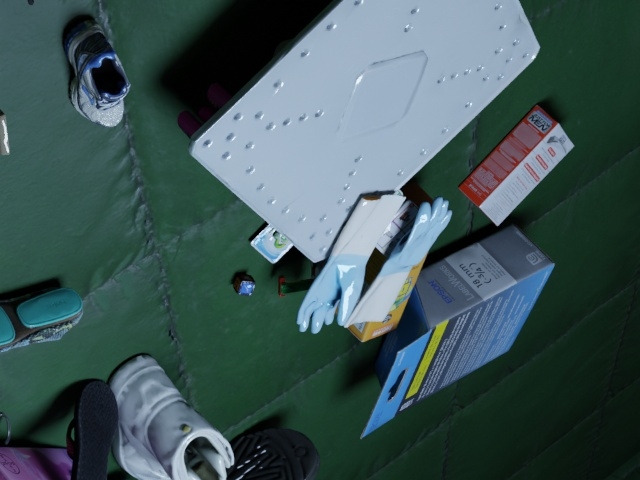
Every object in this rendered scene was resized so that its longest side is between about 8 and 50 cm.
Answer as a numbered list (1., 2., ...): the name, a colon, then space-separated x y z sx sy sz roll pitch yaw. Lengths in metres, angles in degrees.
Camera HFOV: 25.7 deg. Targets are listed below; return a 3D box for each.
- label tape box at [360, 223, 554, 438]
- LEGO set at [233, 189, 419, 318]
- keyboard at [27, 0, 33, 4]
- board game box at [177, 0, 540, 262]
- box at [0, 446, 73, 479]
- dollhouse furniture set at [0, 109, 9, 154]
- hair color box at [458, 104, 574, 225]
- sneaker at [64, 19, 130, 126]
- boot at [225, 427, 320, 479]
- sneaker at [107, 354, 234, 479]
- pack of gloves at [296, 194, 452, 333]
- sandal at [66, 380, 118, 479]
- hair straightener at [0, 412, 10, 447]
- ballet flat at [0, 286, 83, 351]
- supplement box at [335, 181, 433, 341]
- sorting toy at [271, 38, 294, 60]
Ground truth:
1. label tape box: 0.182 0.137 2.174 0.333 0.106 0.241 -25 150 -32
2. LEGO set: 0.000 0.000 1.831 0.244 0.060 0.182 -45 125 4
3. keyboard: -0.323 -0.225 1.156 0.201 0.033 0.317 -25 147 -20
4. board game box: 0.057 -0.178 1.597 0.390 0.050 0.390 -44 153 2
5. box: -0.324 0.363 1.684 0.117 0.213 0.243 -47 162 4
6. dollhouse furniture set: -0.405 -0.074 1.157 0.262 0.135 0.259 -20 133 -25
7. hair color box: 0.289 -0.109 2.063 0.167 0.053 0.093 -46 150 4
8. sneaker: -0.213 -0.149 1.365 0.052 0.058 0.135 -35 150 -17
9. boot: -0.130 0.446 2.160 0.348 0.131 0.260 -31 143 -2
10. sneaker: -0.191 0.290 1.850 0.108 0.169 0.292 -36 151 -18
11. pack of gloves: 0.079 0.042 1.821 0.195 0.046 0.232 -4 133 -45
12. sandal: -0.287 0.252 1.712 0.040 0.179 0.067 -24 138 33
13. hair straightener: -0.458 0.283 1.640 0.230 0.047 0.089 -39 161 -21
14. ballet flat: -0.344 0.097 1.518 0.188 0.070 0.070 -8 135 -43
15. supplement box: 0.094 0.033 1.973 0.078 0.080 0.233 -19 144 -36
16. sorting toy: -0.009 -0.167 1.632 0.193 0.038 0.208 -15 144 -42
